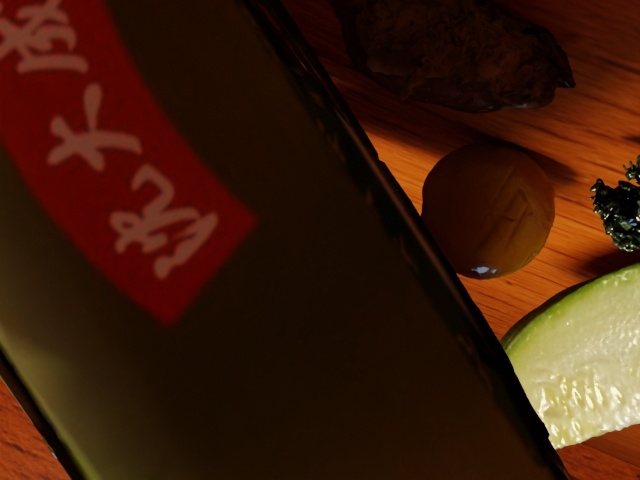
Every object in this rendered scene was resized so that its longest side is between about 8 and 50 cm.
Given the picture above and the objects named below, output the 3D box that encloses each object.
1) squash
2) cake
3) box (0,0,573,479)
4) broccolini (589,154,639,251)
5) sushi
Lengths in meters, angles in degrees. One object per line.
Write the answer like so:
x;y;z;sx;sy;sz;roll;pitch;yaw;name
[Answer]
0.213;0.074;0.882;0.288;0.203;0.111;129;117;-84;squash
0.101;-0.017;0.791;0.084;0.084;0.044;21;179;12;cake
-0.093;-0.012;0.578;0.373;0.138;0.420;57;170;-1;box
0.276;0.008;0.647;0.271;0.062;0.123;17;177;-10;broccolini
0.056;-0.090;0.581;0.118;0.061;0.060;5;166;-14;sushi
